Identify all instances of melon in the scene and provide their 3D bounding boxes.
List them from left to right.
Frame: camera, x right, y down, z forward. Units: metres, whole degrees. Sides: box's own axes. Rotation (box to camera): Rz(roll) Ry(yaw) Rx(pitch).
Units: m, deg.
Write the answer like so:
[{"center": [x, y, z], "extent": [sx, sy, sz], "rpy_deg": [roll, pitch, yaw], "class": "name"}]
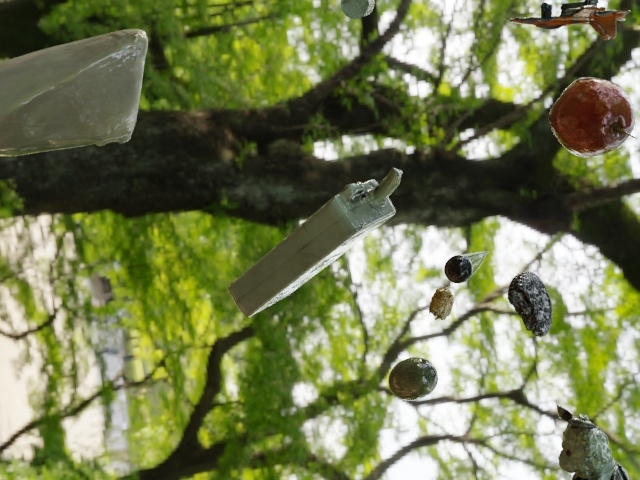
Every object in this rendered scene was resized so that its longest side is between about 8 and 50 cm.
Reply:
[{"center": [0.211, 0.317, 2.152], "extent": [0.130, 0.098, 0.098], "rpy_deg": [-30, -114, 49], "class": "melon"}]

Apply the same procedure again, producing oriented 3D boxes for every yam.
[{"center": [0.086, -0.540, 2.132], "extent": [0.169, 0.068, 0.068], "rpy_deg": [-66, 150, -73], "class": "yam"}]

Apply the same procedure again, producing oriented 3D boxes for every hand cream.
[{"center": [0.292, 0.054, 1.901], "extent": [0.055, 0.086, 0.235], "rpy_deg": [49, 14, 11], "class": "hand cream"}]

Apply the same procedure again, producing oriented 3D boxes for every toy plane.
[{"center": [0.410, -0.373, 1.548], "extent": [0.135, 0.188, 0.062], "rpy_deg": [-6, 108, -76], "class": "toy plane"}]

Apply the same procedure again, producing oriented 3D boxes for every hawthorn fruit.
[{"center": [0.414, -0.188, 1.422], "extent": [0.140, 0.125, 0.125], "rpy_deg": [-58, 140, -84], "class": "hawthorn fruit"}]

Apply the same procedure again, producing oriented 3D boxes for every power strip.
[{"center": [0.000, 0.000, 1.113], "extent": [0.288, 0.093, 0.053], "rpy_deg": [-38, -99, 42], "class": "power strip"}]

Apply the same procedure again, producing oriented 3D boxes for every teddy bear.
[{"center": [0.394, 0.343, 1.336], "extent": [0.133, 0.111, 0.213], "rpy_deg": [-36, 125, -80], "class": "teddy bear"}]

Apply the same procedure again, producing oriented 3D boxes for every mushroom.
[{"center": [-0.444, -0.202, 1.407], "extent": [0.154, 0.407, 0.137], "rpy_deg": [83, -10, -49], "class": "mushroom"}]

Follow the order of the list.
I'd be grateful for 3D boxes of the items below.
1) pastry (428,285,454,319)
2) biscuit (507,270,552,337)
[{"center": [0.286, 0.147, 2.208], "extent": [0.140, 0.056, 0.080], "rpy_deg": [-5, 115, -81], "class": "pastry"}, {"center": [0.276, 0.084, 1.233], "extent": [0.089, 0.027, 0.087], "rpy_deg": [12, 68, -49], "class": "biscuit"}]
